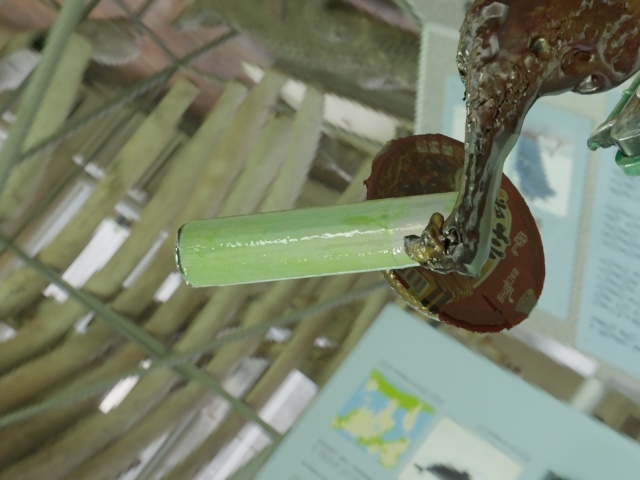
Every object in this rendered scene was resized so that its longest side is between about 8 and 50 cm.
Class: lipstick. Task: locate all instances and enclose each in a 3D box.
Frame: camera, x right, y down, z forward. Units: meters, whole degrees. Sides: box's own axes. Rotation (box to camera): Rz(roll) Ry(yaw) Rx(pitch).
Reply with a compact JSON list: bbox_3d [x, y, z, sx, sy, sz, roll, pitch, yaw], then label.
[{"bbox_3d":[0.000,0.000,1.271,0.304,0.076,0.076,-7,152,19],"label":"lipstick"}]

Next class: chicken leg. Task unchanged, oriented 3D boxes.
[{"bbox_3d":[0.116,-0.089,0.663,0.051,0.253,0.106,1,133,53],"label":"chicken leg"}]

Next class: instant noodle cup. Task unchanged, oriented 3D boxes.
[{"bbox_3d":[0.145,0.006,1.542,0.274,0.274,0.091,40,137,-10],"label":"instant noodle cup"}]

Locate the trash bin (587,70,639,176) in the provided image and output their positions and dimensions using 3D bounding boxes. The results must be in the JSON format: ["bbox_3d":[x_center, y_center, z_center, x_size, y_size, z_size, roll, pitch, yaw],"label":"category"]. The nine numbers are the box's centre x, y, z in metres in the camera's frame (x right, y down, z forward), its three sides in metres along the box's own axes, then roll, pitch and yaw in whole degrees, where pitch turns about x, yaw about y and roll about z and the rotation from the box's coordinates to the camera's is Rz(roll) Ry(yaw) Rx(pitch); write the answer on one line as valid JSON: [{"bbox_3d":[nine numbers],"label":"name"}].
[{"bbox_3d":[0.512,-0.071,1.339,0.381,0.259,0.295,50,149,-17],"label":"trash bin"}]
